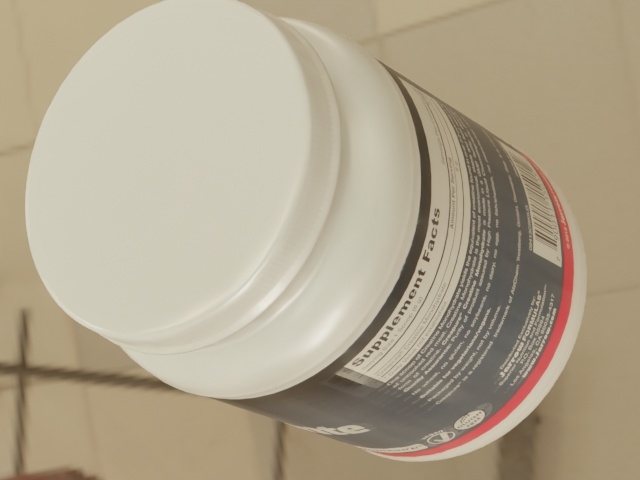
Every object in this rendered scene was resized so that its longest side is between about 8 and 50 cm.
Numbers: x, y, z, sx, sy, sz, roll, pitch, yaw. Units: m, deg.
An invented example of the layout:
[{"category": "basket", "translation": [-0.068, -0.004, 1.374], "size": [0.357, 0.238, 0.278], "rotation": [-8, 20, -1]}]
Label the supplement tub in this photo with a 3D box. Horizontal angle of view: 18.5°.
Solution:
[{"category": "supplement tub", "translation": [0.000, 0.000, 1.012], "size": [0.191, 0.272, 0.191], "rotation": [-12, 68, 32]}]
